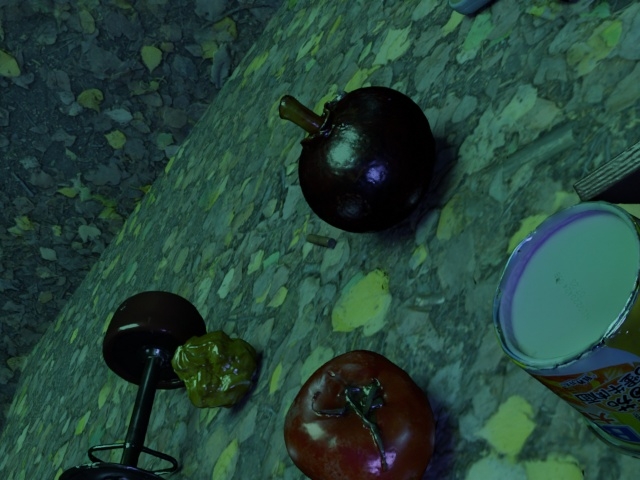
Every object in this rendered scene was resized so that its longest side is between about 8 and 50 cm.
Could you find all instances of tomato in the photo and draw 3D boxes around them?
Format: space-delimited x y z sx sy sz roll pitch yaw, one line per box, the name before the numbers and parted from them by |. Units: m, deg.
tomato | 0.055 0.226 0.898 0.187 0.151 0.187 -8 40 7

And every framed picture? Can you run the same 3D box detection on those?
framed picture | 0.324 -0.075 0.699 0.128 0.169 0.023 -38 67 38

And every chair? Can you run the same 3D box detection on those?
chair | -0.338 0.312 1.462 0.226 0.227 0.400 -41 30 35

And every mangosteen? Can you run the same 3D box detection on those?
mangosteen | 0.047 -0.141 1.173 0.235 0.261 0.235 -45 26 29

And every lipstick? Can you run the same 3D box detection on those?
lipstick | 0.000 0.000 1.399 0.019 0.019 0.094 -63 25 -7

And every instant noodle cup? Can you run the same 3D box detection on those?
instant noodle cup | 0.257 0.068 0.674 0.205 0.153 0.205 -45 27 31

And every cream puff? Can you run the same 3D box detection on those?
cream puff | -0.195 0.228 1.379 0.121 0.156 0.156 -58 22 32

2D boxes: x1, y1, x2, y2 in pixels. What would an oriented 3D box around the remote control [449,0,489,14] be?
remote control | 0.312 -0.459 1.278 0.244 0.047 0.087 -24 45 51
